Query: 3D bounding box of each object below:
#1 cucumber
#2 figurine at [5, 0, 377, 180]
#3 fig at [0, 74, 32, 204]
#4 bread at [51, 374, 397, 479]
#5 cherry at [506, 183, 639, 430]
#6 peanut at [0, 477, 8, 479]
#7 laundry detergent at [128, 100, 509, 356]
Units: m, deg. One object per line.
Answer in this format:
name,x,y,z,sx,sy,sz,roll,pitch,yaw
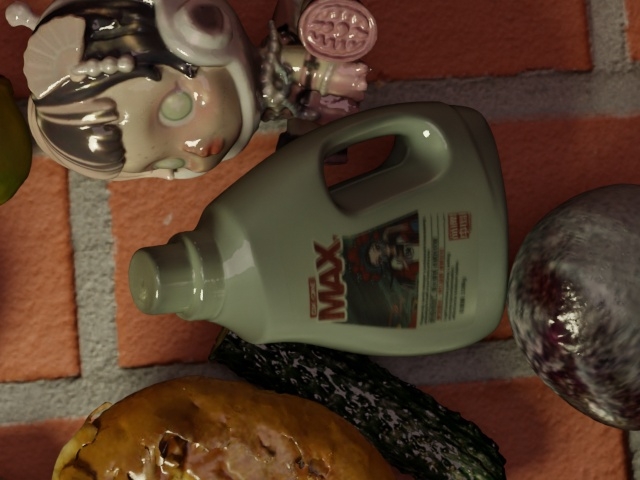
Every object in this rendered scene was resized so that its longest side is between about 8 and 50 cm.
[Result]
cucumber,0.055,0.175,1.666,0.359,0.096,0.096,30,82,-4
figurine,-0.129,-0.169,1.621,0.361,0.253,0.211,-9,42,-16
fig,-0.361,-0.099,1.617,0.120,0.136,0.153,-25,64,7
bread,-0.106,0.307,1.577,0.358,0.204,0.337,15,85,-10
cherry,0.325,0.066,1.642,0.296,0.218,0.255,24,91,-36
peanut,-0.376,0.385,1.566,0.149,0.149,0.313,23,85,-5
laundry detergent,0.000,0.000,1.576,0.398,0.124,0.264,-7,102,-31
